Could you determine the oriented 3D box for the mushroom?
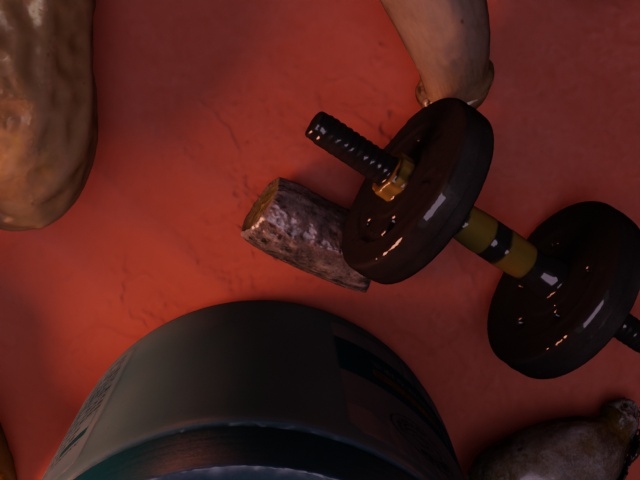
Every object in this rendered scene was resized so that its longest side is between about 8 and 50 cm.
[{"bbox_3d":[0.061,-0.211,0.829,0.103,0.118,0.270,-19,101,2],"label":"mushroom"}]

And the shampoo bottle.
[{"bbox_3d":[-0.047,0.238,0.815,0.331,0.343,0.331,0,103,-2],"label":"shampoo bottle"}]

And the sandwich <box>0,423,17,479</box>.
[{"bbox_3d":[-0.317,0.118,0.910,0.090,0.088,0.244,-19,103,3],"label":"sandwich"}]

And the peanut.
[{"bbox_3d":[-0.232,-0.160,0.818,0.152,0.152,0.313,4,103,-2],"label":"peanut"}]

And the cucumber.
[{"bbox_3d":[-0.002,-0.001,0.904,0.112,0.064,0.064,28,101,-11],"label":"cucumber"}]

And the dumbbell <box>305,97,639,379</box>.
[{"bbox_3d":[0.125,0.000,0.851,0.325,0.143,0.143,32,101,-20],"label":"dumbbell"}]

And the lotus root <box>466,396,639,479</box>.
[{"bbox_3d":[0.192,0.184,0.944,0.165,0.088,0.088,-23,103,-6],"label":"lotus root"}]
